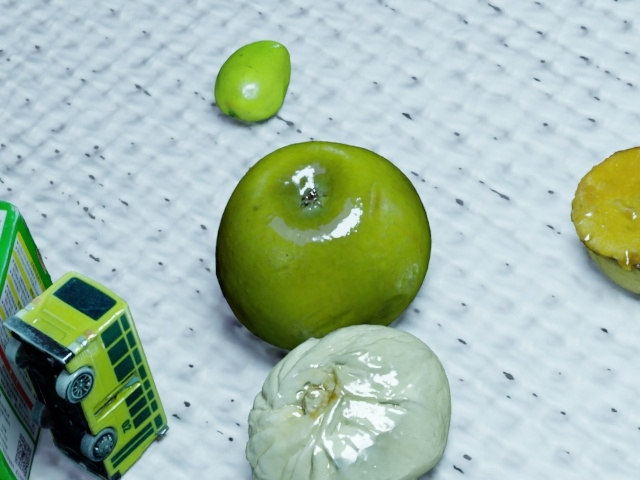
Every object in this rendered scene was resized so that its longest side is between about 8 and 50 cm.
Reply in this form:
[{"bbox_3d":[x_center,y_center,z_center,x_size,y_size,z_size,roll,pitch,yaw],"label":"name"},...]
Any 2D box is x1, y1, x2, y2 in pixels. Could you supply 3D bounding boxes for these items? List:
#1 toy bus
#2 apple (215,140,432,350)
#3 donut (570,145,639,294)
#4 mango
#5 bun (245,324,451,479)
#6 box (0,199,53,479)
[{"bbox_3d":[-0.197,0.120,1.619,0.088,0.175,0.101,27,57,33],"label":"toy bus"},{"bbox_3d":[0.000,0.000,1.663,0.196,0.157,0.196,-5,57,7],"label":"apple"},{"bbox_3d":[0.310,-0.015,1.637,0.178,0.065,0.162,3,48,22],"label":"donut"},{"bbox_3d":[-0.065,-0.163,1.886,0.073,0.056,0.108,12,44,22],"label":"mango"},{"bbox_3d":[0.021,0.146,1.565,0.188,0.111,0.164,-25,52,-7],"label":"bun"},{"bbox_3d":[-0.313,0.099,1.668,0.103,0.180,0.250,-2,50,11],"label":"box"}]
